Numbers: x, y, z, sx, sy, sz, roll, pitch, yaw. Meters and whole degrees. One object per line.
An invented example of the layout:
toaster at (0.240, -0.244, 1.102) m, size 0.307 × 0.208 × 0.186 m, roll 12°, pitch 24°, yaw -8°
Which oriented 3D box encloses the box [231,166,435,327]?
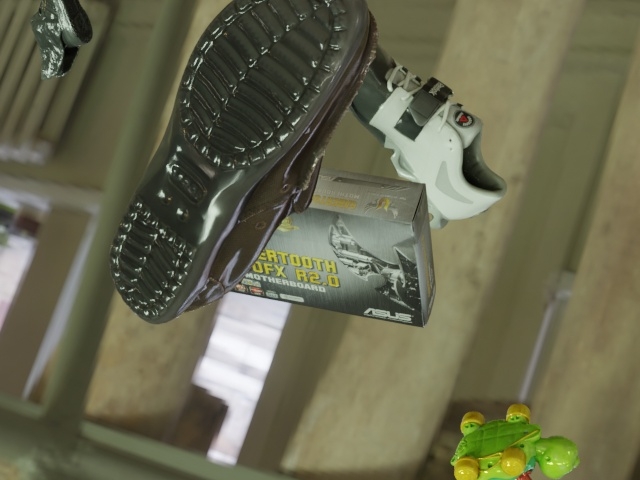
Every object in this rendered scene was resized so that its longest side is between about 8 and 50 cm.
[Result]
box at (0.000, 0.000, 1.496) m, size 0.231 × 0.056 × 0.183 m, roll 10°, pitch 145°, yaw 15°

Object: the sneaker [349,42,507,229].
sneaker at (0.148, -0.174, 2.002) m, size 0.146 × 0.122 × 0.330 m, roll -18°, pitch 118°, yaw 40°

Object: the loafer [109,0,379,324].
loafer at (-0.060, -0.085, 1.267) m, size 0.130 × 0.366 × 0.134 m, roll -7°, pitch -129°, yaw -52°

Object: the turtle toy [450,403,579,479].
turtle toy at (0.194, 0.217, 1.455) m, size 0.130 × 0.095 × 0.066 m, roll -12°, pitch 119°, yaw 21°

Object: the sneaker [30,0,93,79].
sneaker at (-0.357, -0.306, 1.921) m, size 0.089 × 0.170 × 0.051 m, roll -13°, pitch -173°, yaw 38°
